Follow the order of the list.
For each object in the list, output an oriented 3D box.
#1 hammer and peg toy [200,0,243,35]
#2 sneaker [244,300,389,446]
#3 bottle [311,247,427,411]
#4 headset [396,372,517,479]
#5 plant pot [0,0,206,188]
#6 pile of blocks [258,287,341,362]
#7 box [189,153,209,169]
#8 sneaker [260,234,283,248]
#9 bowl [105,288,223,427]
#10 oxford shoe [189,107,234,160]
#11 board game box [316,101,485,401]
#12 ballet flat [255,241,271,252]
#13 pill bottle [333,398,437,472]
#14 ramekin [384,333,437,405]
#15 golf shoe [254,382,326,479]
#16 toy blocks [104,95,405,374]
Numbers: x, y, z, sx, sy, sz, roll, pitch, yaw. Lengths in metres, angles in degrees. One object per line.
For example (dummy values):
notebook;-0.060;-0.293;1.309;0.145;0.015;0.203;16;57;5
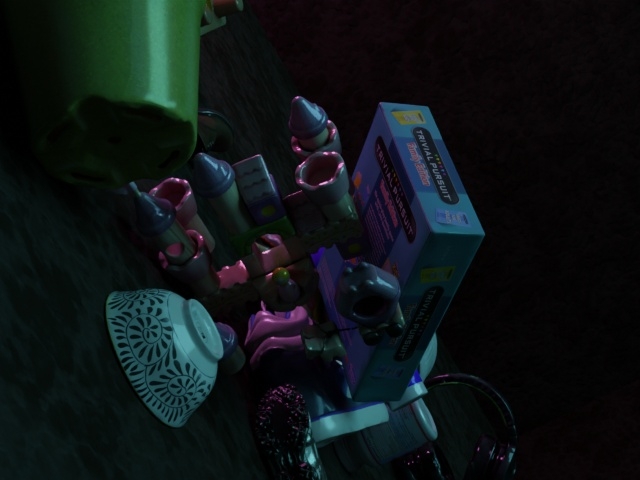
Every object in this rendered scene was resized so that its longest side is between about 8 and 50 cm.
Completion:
hammer and peg toy;-0.278;-0.549;2.087;0.266;0.127;0.361;-54;129;-66
sneaker;-0.010;0.187;1.724;0.236;0.130;0.323;69;16;11
bottle;0.077;0.133;1.819;0.283;0.092;0.118;62;7;15
headset;0.269;0.459;2.223;0.185;0.243;0.394;-1;84;-79
plant pot;-0.242;-0.208;1.291;0.276;0.276;0.254;47;30;-59
pile of blocks;-0.010;0.160;1.914;0.362;0.112;0.149;42;29;-44
box;-0.199;-0.128;1.933;0.067;0.018;0.083;60;10;-11
sneaker;0.000;0.000;2.004;0.262;0.121;0.099;33;-10;32
bowl;-0.160;0.115;1.268;0.170;0.080;0.170;61;9;-16
oxford shoe;-0.206;-0.165;1.835;0.227;0.082;0.096;13;52;-62
board game box;0.098;0.021;1.577;0.254;0.079;0.336;-107;-152;-42
ballet flat;-0.075;0.057;2.026;0.057;0.049;0.173;27;-15;48
pill bottle;0.106;0.322;1.888;0.087;0.160;0.087;60;10;-17
ramekin;0.113;0.212;2.138;0.207;0.207;0.109;61;18;-12
golf shoe;-0.036;0.289;1.515;0.094;0.077;0.198;68;8;-54
toy blocks;-0.084;-0.022;1.444;0.260;0.288;0.309;62;9;-47
